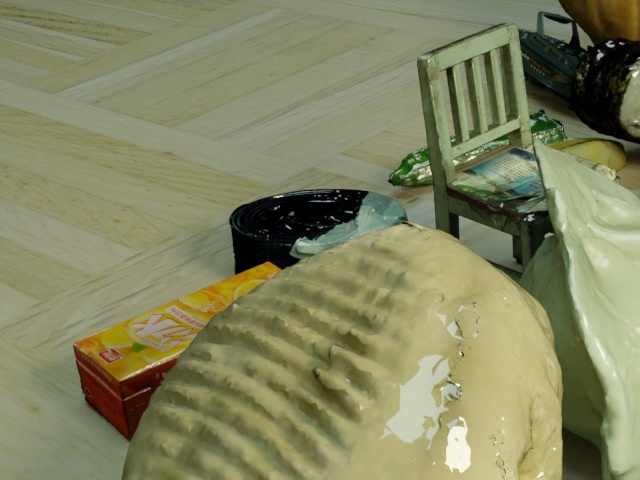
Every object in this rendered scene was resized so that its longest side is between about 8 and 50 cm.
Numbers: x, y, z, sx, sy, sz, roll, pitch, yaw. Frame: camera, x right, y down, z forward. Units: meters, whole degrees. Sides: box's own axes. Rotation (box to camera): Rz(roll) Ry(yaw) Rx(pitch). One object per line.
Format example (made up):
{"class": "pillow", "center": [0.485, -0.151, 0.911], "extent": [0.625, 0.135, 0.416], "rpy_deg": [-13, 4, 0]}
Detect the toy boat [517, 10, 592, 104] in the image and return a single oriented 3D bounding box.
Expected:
{"class": "toy boat", "center": [0.348, -0.239, 1.845], "extent": [0.093, 0.103, 0.246], "rpy_deg": [8, 23, -27]}

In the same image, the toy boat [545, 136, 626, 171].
{"class": "toy boat", "center": [0.297, -0.090, 1.594], "extent": [0.172, 0.065, 0.066], "rpy_deg": [-12, 3, -21]}

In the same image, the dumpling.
{"class": "dumpling", "center": [0.248, 0.068, 1.139], "extent": [0.270, 0.212, 0.320], "rpy_deg": [25, 9, -20]}

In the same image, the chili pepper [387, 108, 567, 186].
{"class": "chili pepper", "center": [0.188, -0.101, 1.646], "extent": [0.226, 0.059, 0.088], "rpy_deg": [-16, 32, -14]}

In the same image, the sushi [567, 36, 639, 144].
{"class": "sushi", "center": [0.409, -0.171, 1.612], "extent": [0.225, 0.124, 0.127], "rpy_deg": [10, 12, -29]}

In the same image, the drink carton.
{"class": "drink carton", "center": [-0.113, 0.102, 1.283], "extent": [0.223, 0.071, 0.096], "rpy_deg": [-22, 31, -28]}

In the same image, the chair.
{"class": "chair", "center": [0.201, -0.060, 1.317], "extent": [0.136, 0.270, 0.147], "rpy_deg": [-24, 30, -34]}

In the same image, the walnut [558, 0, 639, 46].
{"class": "walnut", "center": [0.477, -0.358, 1.812], "extent": [0.332, 0.333, 0.333], "rpy_deg": [-5, 26, 3]}

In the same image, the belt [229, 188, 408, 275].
{"class": "belt", "center": [0.000, 0.000, 1.458], "extent": [0.198, 0.078, 0.151], "rpy_deg": [-1, 25, 7]}

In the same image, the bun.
{"class": "bun", "center": [0.018, 0.164, 0.950], "extent": [0.326, 0.234, 0.362], "rpy_deg": [-8, 40, 36]}
